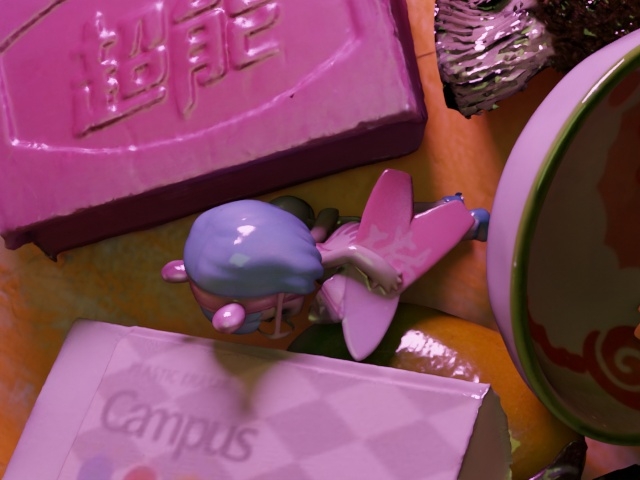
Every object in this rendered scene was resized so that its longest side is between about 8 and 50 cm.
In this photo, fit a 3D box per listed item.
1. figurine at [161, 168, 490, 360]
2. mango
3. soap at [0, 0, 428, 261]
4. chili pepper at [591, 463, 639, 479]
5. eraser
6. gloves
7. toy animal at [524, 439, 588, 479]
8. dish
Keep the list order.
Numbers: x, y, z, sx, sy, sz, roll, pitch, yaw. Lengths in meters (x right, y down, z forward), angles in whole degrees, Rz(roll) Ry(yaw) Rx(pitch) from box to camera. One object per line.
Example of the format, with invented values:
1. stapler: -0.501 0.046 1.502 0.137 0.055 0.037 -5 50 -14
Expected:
1. figurine: 0.003 -0.008 1.123 0.260 0.103 0.205 -15 37 -24
2. mango: 0.088 0.132 1.121 0.251 0.114 0.156 28 86 24
3. soap: -0.103 -0.143 1.189 0.360 0.128 0.233 -16 79 9
4. chili pepper: 0.297 0.288 1.058 0.148 0.116 0.264 -14 81 3
5. eraser: -0.063 0.187 1.069 0.397 0.082 0.213 7 66 35
6. gloves: 0.232 -0.213 1.101 0.312 0.210 0.135 -22 104 29
7. toy animal: 0.169 0.229 1.052 0.070 0.105 0.202 36 133 46
8. dish: 0.240 -0.020 1.056 0.324 0.324 0.124 -54 36 0
